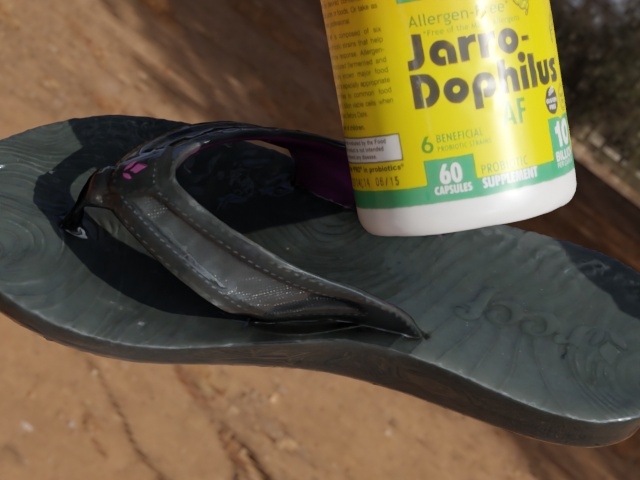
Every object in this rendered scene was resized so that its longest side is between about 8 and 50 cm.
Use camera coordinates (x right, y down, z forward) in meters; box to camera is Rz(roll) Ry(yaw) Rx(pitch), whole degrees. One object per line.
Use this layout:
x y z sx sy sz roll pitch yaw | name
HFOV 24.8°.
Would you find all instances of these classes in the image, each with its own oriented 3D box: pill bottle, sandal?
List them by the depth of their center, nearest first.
0.061 -0.114 0.751 0.117 0.118 0.208 -93 174 -83 | pill bottle
0.002 -0.002 0.853 0.446 0.107 0.167 12 51 -5 | sandal
